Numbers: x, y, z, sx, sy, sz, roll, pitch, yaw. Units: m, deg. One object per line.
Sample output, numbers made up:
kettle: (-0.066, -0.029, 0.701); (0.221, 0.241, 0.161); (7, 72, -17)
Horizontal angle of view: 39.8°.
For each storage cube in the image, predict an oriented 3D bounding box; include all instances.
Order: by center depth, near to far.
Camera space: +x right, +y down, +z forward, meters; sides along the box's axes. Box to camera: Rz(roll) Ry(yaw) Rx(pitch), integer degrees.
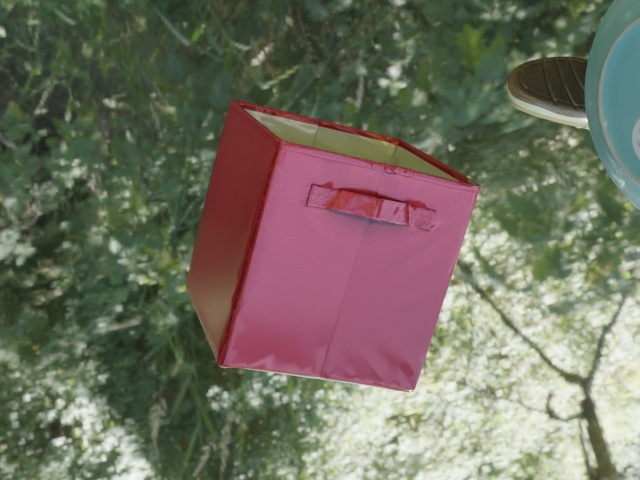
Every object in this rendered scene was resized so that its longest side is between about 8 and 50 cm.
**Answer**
storage cube: (0.000, 0.000, 0.791); (0.184, 0.193, 0.215); (11, -166, -21)

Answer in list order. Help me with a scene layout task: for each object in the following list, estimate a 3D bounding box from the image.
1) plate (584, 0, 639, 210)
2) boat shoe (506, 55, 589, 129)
plate: (0.239, -0.090, 0.583); (0.024, 0.188, 0.188); (-16, 170, -28)
boat shoe: (0.272, -0.131, 0.869); (0.190, 0.068, 0.072); (7, 158, -2)
